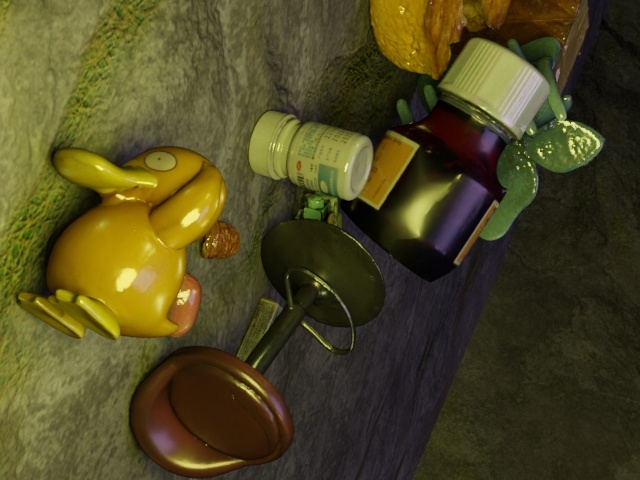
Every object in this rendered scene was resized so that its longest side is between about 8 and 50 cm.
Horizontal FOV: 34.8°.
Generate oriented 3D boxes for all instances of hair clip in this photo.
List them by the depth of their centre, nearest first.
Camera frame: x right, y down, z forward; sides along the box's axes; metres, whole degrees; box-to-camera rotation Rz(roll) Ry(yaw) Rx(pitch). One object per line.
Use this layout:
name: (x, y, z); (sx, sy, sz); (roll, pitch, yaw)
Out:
hair clip: (0.338, -0.233, 1.966); (0.238, 0.318, 0.392); (6, 62, -62)

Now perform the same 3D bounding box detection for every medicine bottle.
medicine bottle: (-0.013, -0.129, 1.538); (0.105, 0.168, 0.105); (-50, 150, -44)
medicine bottle: (0.231, -0.142, 1.758); (0.395, 0.242, 0.242); (-52, 159, 4)

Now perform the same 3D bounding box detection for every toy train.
toy train: (0.000, 0.000, 1.808); (0.125, 0.080, 0.194); (-55, 149, -60)

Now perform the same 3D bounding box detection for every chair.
chair: (-0.084, 0.168, 1.511); (0.401, 0.226, 0.227); (-52, 151, -42)

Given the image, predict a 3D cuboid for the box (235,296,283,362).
box: (-0.117, 0.199, 1.712); (0.207, 0.041, 0.050); (-67, 155, -15)

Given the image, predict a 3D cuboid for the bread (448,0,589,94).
bread: (0.428, -0.443, 2.263); (0.207, 0.279, 0.279); (61, 48, -65)

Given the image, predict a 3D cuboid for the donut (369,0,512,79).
donut: (0.230, -0.520, 1.864); (0.435, 0.163, 0.378); (-35, 137, -54)

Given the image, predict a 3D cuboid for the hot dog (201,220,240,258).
hot dog: (-0.148, 0.001, 1.486); (0.083, 0.035, 0.058); (5, 101, -68)

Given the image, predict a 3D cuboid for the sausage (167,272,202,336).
sausage: (-0.197, 0.089, 1.400); (0.054, 0.059, 0.094); (-8, 118, -53)

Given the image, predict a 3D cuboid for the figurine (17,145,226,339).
figurine: (-0.209, 0.000, 1.121); (0.215, 0.215, 0.228); (31, 66, -69)
